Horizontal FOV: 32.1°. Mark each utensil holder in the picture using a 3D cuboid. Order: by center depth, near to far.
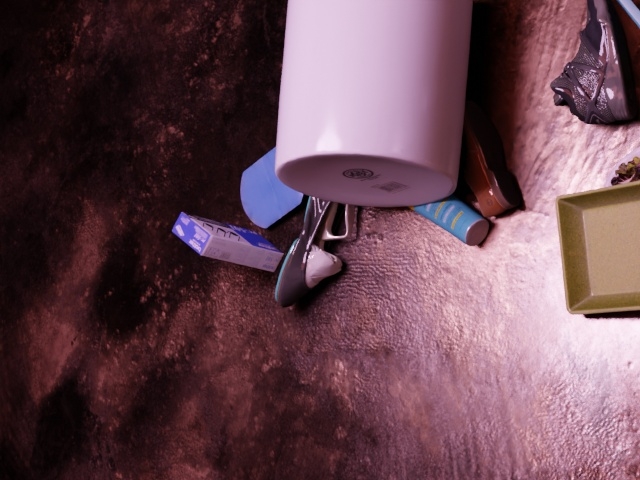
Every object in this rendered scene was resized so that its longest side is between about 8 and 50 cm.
[{"bbox_3d":[0.088,-0.280,1.864,0.328,0.328,0.385,-5,72,38],"label":"utensil holder"}]

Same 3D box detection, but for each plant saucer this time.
[{"bbox_3d":[0.447,0.013,1.676,0.188,0.045,0.188,-10,83,54],"label":"plant saucer"}]

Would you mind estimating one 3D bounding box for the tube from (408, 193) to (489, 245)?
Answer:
[{"bbox_3d":[0.205,-0.061,1.925,0.207,0.052,0.080,40,98,43],"label":"tube"}]

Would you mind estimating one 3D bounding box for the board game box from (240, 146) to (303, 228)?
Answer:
[{"bbox_3d":[-0.084,-0.104,2.172,0.169,0.033,0.133,-35,65,33],"label":"board game box"}]

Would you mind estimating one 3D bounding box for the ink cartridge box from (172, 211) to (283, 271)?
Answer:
[{"bbox_3d":[-0.173,0.004,2.101,0.097,0.207,0.046,37,103,38],"label":"ink cartridge box"}]

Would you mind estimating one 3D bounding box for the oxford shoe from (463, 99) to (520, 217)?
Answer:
[{"bbox_3d":[0.266,-0.138,1.877,0.076,0.076,0.212,-34,59,41],"label":"oxford shoe"}]

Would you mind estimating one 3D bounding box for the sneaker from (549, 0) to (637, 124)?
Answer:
[{"bbox_3d":[0.423,-0.291,1.775,0.130,0.087,0.227,-11,78,30],"label":"sneaker"}]

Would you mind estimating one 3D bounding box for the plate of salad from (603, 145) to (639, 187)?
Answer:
[{"bbox_3d":[0.512,-0.058,1.677,0.200,0.048,0.199,-9,75,37],"label":"plate of salad"}]

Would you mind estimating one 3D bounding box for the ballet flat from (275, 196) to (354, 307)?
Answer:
[{"bbox_3d":[0.000,0.000,2.044,0.096,0.095,0.280,19,91,28],"label":"ballet flat"}]

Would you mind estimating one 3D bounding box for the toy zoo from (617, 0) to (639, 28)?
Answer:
[{"bbox_3d":[0.543,-0.431,1.726,0.192,0.030,0.293,-35,59,14],"label":"toy zoo"}]
